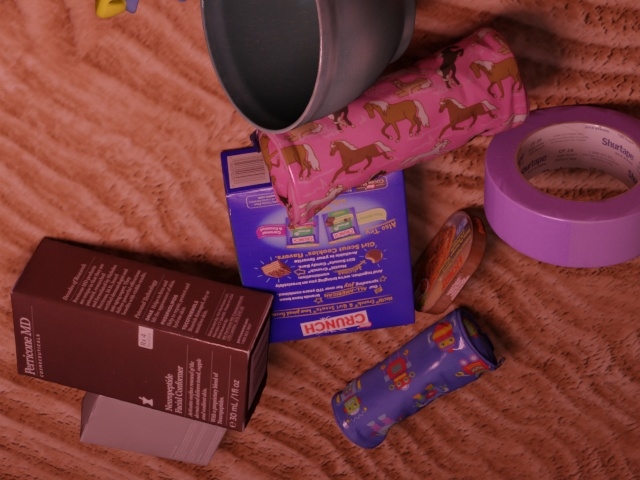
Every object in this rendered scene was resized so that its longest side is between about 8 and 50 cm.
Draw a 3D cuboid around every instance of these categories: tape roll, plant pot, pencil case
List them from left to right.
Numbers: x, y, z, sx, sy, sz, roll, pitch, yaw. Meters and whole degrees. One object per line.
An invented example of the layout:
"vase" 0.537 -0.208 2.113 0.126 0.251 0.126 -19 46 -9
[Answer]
"plant pot" -0.001 -0.300 1.778 0.196 0.293 0.293 -14 136 -31
"pencil case" 0.103 -0.162 1.899 0.386 0.167 0.160 -24 122 -8
"pencil case" 0.165 0.238 2.338 0.306 0.119 0.133 -37 146 21
"tape roll" 0.377 -0.083 1.990 0.274 0.275 0.090 -6 130 -3

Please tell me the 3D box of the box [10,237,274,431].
"box" -0.274 0.145 2.108 0.381 0.143 0.191 14 133 9

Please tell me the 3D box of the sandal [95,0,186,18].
"sandal" -0.201 -0.419 1.737 0.138 0.126 0.317 5 137 -17

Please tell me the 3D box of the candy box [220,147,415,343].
"candy box" 0.000 0.000 2.110 0.268 0.122 0.317 -8 129 -1

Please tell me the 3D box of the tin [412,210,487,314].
"tin" 0.204 0.039 2.180 0.040 0.106 0.190 18 126 -22

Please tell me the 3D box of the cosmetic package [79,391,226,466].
"cosmetic package" -0.283 0.294 2.337 0.237 0.107 0.127 18 126 -18
